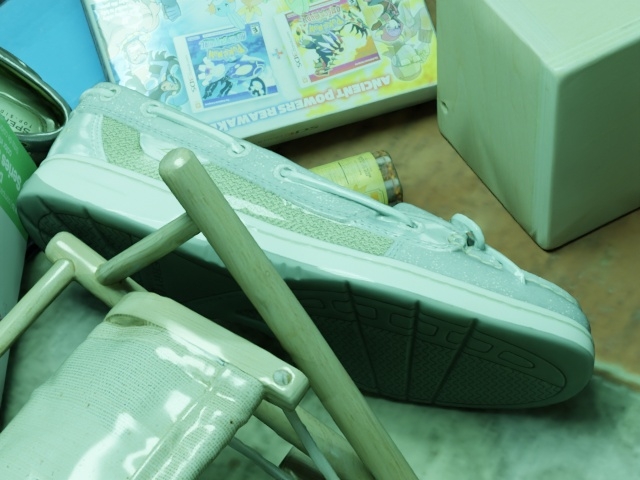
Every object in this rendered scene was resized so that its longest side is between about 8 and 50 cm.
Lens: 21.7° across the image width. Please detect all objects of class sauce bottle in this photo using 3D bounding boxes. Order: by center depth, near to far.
[{"bbox_3d":[-0.016,-0.018,0.985,0.128,0.042,0.042,-18,52,-7],"label":"sauce bottle"}]

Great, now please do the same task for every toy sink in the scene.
[{"bbox_3d":[0.195,-0.129,0.988,0.234,0.152,0.131,-26,54,-15],"label":"toy sink"}]

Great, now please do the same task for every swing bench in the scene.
[{"bbox_3d":[-0.080,0.146,0.762,0.254,0.165,0.253,46,59,-10],"label":"swing bench"}]

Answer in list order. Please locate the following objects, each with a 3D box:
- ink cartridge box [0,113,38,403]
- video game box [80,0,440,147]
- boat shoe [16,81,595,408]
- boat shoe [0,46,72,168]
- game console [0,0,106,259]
[{"bbox_3d":[-0.249,0.038,0.892,0.154,0.093,0.212,3,70,7],"label":"ink cartridge box"},{"bbox_3d":[-0.043,-0.152,1.039,0.205,0.048,0.187,-16,77,-11],"label":"video game box"},{"bbox_3d":[-0.001,0.001,0.904,0.320,0.118,0.103,17,61,10],"label":"boat shoe"},{"bbox_3d":[-0.241,-0.105,0.951,0.224,0.073,0.080,25,66,-15],"label":"boat shoe"},{"bbox_3d":[-0.208,-0.167,1.042,0.173,0.250,0.293,11,47,46],"label":"game console"}]
